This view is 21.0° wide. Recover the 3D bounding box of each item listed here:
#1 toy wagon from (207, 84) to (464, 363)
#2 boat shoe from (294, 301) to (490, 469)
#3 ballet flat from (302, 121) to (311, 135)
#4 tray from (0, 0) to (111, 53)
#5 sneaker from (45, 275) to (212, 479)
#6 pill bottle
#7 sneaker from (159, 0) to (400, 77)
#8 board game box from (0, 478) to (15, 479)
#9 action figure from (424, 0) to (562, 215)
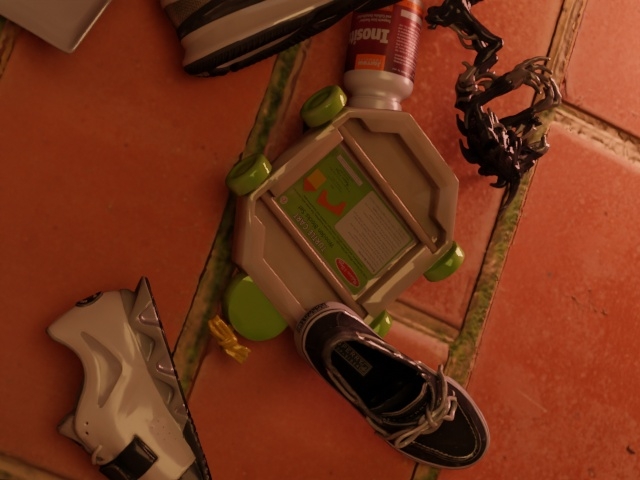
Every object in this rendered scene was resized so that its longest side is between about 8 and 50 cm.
[{"bbox_3d":[0.000,0.000,1.994,0.344,0.068,0.267,-42,112,-10],"label":"toy wagon"},{"bbox_3d":[0.101,0.182,1.985,0.113,0.105,0.306,-45,120,-2],"label":"boat shoe"},{"bbox_3d":[-0.012,-0.081,2.047,0.057,0.049,0.173,26,78,-44],"label":"ballet flat"},{"bbox_3d":[-0.249,-0.338,1.926,0.145,0.030,0.270,31,80,24],"label":"tray"},{"bbox_3d":[-0.205,0.217,1.890,0.146,0.122,0.330,-19,92,-7],"label":"sneaker"},{"bbox_3d":[0.074,-0.219,2.071,0.086,0.086,0.152,12,78,-22],"label":"pill bottle"},{"bbox_3d":[0.007,-0.384,1.964,0.448,0.169,0.257,-23,86,0],"label":"sneaker"},{"bbox_3d":[-0.411,0.312,1.817,0.201,0.035,0.136,10,80,-23],"label":"board game box"},{"bbox_3d":[0.221,-0.178,2.091,0.141,0.164,0.275,-18,82,4],"label":"action figure"}]
